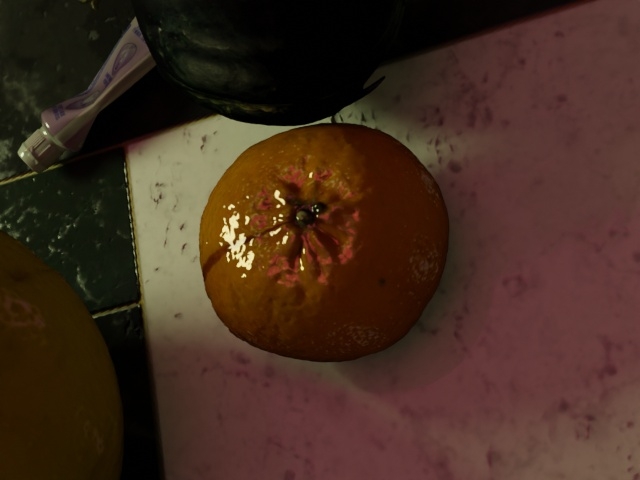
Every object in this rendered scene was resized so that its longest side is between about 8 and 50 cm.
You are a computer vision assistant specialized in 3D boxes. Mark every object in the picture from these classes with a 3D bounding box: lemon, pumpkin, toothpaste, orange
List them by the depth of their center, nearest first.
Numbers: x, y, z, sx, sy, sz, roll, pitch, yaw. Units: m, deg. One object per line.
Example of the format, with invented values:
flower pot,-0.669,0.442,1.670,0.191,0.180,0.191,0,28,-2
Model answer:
lemon,-0.310,0.138,0.934,0.348,0.348,0.348,-6,73,19
orange,0.000,0.000,0.946,0.193,0.161,0.193,-9,68,21
pumpkin,-0.062,-0.236,0.959,0.296,0.296,0.295,-6,73,19
toothpaste,-0.155,-0.175,1.120,0.301,0.048,0.075,-45,54,1
